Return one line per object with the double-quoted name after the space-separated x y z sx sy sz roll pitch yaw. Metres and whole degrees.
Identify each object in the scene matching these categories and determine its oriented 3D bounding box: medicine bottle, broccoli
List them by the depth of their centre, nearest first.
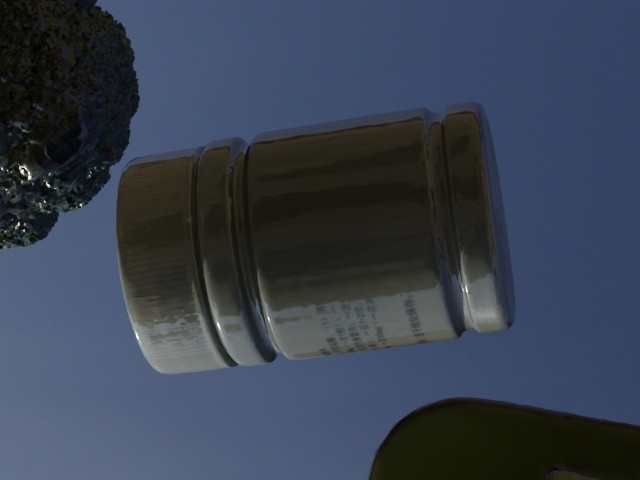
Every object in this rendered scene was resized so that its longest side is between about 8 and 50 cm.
0.000 0.000 0.405 0.091 0.058 0.058 -8 -127 9 "medicine bottle"
-0.159 -0.067 0.818 0.146 0.162 0.138 -39 -137 -20 "broccoli"

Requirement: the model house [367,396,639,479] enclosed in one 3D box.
0.104 0.207 0.616 0.205 0.278 0.218 8 -79 1 "model house"
